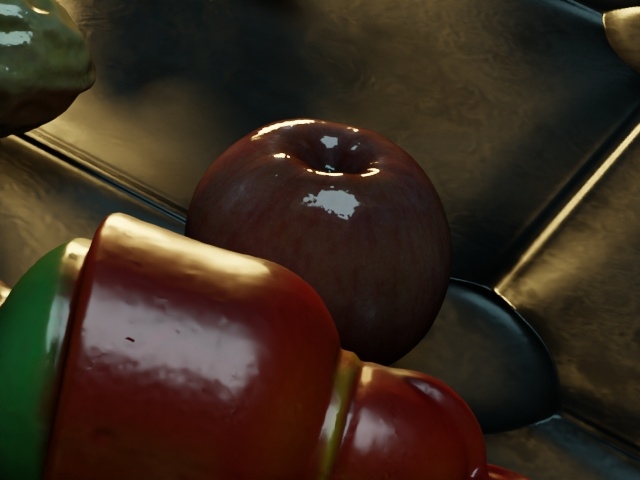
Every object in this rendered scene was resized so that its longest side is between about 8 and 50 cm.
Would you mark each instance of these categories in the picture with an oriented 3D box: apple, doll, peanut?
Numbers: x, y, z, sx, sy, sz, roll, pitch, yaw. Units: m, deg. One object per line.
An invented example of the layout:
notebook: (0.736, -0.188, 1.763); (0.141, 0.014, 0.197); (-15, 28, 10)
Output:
apple: (0.000, 0.000, 1.078); (0.153, 0.120, 0.153); (11, 35, -8)
doll: (-0.074, 0.075, 0.894); (0.363, 0.160, 0.182); (16, 4, 2)
peanut: (-0.279, -0.130, 1.140); (0.298, 0.120, 0.136); (11, 27, -8)
